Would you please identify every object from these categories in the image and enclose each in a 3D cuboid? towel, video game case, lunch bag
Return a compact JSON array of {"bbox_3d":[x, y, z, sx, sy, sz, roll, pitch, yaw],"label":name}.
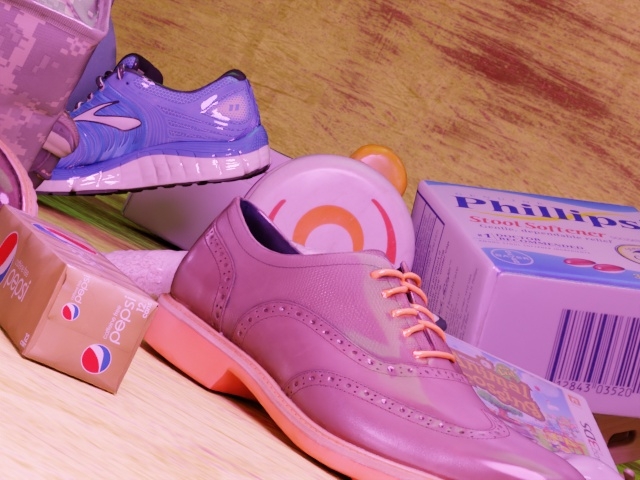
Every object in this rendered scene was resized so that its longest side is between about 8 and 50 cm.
[{"bbox_3d":[-0.053,0.031,1.389,0.187,0.049,0.282,-3,-4,14],"label":"towel"},{"bbox_3d":[0.157,0.152,1.439,0.212,0.023,0.193,25,22,-20],"label":"video game case"},{"bbox_3d":[-0.325,-0.175,1.317,0.287,0.235,0.169,25,37,-14],"label":"lunch bag"}]

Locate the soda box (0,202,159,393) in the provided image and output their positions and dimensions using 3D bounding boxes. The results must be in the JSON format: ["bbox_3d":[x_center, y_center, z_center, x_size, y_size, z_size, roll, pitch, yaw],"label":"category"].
[{"bbox_3d":[-0.157,0.031,1.021,0.061,0.058,0.181,25,1,-24],"label":"soda box"}]

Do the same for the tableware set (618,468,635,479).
[{"bbox_3d":[0.353,0.263,1.711,0.194,0.039,0.128,25,2,-18],"label":"tableware set"}]

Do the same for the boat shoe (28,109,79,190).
[{"bbox_3d":[-0.401,-0.146,1.612,0.355,0.130,0.132,31,4,-12],"label":"boat shoe"}]

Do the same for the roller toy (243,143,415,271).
[{"bbox_3d":[0.000,0.000,1.849,0.191,0.209,0.146,1,3,-5],"label":"roller toy"}]

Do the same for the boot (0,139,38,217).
[{"bbox_3d":[-0.331,-0.055,1.133,0.248,0.090,0.207,29,15,32],"label":"boot"}]

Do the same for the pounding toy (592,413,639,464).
[{"bbox_3d":[0.322,0.197,1.843,0.181,0.094,0.206,-2,22,-45],"label":"pounding toy"}]

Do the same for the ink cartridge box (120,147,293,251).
[{"bbox_3d":[-0.031,-0.013,2.246,0.285,0.166,0.395,26,1,26],"label":"ink cartridge box"}]

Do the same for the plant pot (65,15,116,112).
[{"bbox_3d":[-0.405,-0.217,1.943,0.290,0.290,0.195,27,37,19],"label":"plant pot"}]

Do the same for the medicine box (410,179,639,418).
[{"bbox_3d":[0.245,0.059,1.808,0.264,0.149,0.289,7,19,-14],"label":"medicine box"}]

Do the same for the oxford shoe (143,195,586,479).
[{"bbox_3d":[0.034,0.078,1.110,0.364,0.132,0.130,27,2,34],"label":"oxford shoe"}]

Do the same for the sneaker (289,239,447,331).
[{"bbox_3d":[0.039,0.085,1.616,0.153,0.094,0.235,26,1,-40],"label":"sneaker"}]

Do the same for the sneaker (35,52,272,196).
[{"bbox_3d":[-0.220,-0.123,1.853,0.330,0.147,0.130,-6,0,6],"label":"sneaker"}]

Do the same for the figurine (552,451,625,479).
[{"bbox_3d":[0.258,0.213,1.243,0.209,0.092,0.215,22,1,-7],"label":"figurine"}]
